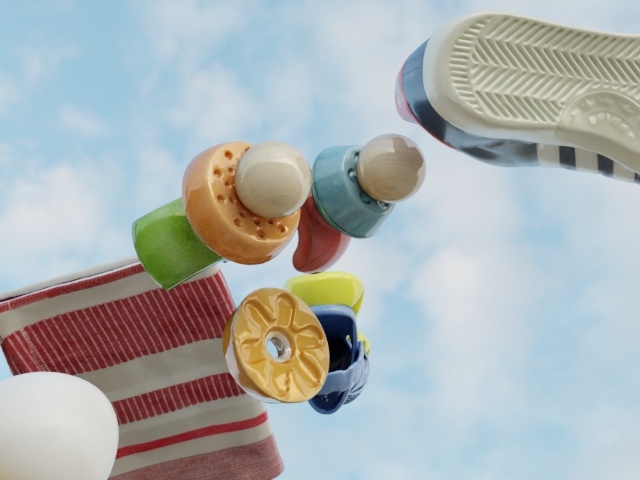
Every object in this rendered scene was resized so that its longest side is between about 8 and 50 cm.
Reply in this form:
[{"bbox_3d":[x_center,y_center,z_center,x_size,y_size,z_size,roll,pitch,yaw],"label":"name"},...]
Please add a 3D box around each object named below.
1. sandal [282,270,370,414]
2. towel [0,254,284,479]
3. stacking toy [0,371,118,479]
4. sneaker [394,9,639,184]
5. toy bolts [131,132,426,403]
[{"bbox_3d":[0.002,0.158,1.551,0.126,0.138,0.317,-3,-25,5],"label":"sandal"},{"bbox_3d":[-0.185,0.162,1.298,0.237,0.037,0.329,-16,-55,-3],"label":"towel"},{"bbox_3d":[-0.350,0.229,0.835,0.480,0.350,0.351,-31,-46,-23],"label":"stacking toy"},{"bbox_3d":[0.224,-0.110,1.050,0.350,0.131,0.148,14,-10,-20],"label":"sneaker"},{"bbox_3d":[0.000,0.000,1.022,0.158,0.228,0.218,-30,-89,43],"label":"toy bolts"}]
